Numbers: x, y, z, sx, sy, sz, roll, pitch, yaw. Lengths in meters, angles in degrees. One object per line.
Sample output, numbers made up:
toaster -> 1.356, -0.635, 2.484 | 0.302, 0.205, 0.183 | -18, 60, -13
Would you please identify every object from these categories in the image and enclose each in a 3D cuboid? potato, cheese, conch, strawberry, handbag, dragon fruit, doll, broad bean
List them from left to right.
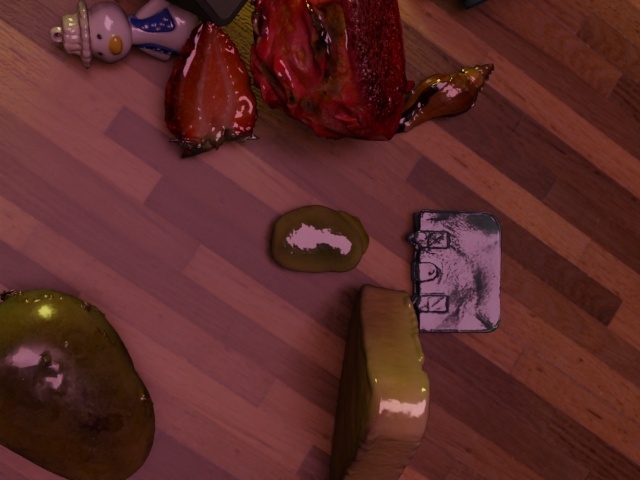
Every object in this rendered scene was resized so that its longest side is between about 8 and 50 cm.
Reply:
potato -> -0.415, 0.239, 1.685 | 0.359, 0.219, 0.270 | 40, 90, -16
doll -> -0.314, -0.362, 1.769 | 0.293, 0.138, 0.119 | -6, 54, -15
strawberry -> -0.209, -0.265, 1.775 | 0.174, 0.098, 0.228 | -23, 117, -13
broad bean -> 0.000, 0.000, 1.850 | 0.174, 0.082, 0.124 | 11, 88, -14
dragon fruit -> 0.007, -0.344, 1.752 | 0.249, 0.371, 0.386 | -4, 60, 18
cheese -> 0.100, 0.236, 1.785 | 0.104, 0.384, 0.384 | 8, 87, -5
conch -> 0.222, -0.266, 1.910 | 0.232, 0.080, 0.086 | -18, 85, -12
handbag -> 0.246, 0.059, 1.916 | 0.179, 0.062, 0.229 | 2, 88, -13

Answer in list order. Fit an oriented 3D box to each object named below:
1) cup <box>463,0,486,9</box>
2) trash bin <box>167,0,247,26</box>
cup -> 0.273, -0.568, 1.876 | 0.289, 0.219, 0.258 | -24, 95, 18
trash bin -> -0.234, -0.507, 1.679 | 0.223, 0.343, 0.158 | -54, 138, -9
